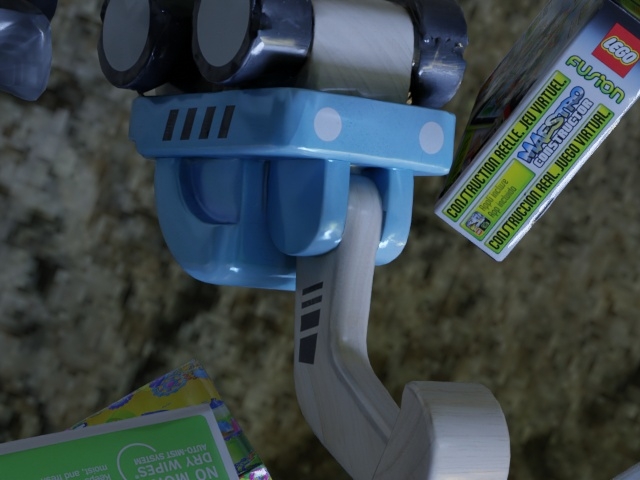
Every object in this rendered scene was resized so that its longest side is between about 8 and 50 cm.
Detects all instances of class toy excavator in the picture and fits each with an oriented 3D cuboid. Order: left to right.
[{"bbox_3d":[0.000,0.000,1.482,0.222,0.445,0.433,4,180,-37],"label":"toy excavator"}]

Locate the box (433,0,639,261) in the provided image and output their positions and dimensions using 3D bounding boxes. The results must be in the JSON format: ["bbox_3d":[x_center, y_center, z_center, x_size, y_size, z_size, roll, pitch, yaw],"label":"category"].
[{"bbox_3d":[0.108,-0.074,0.802,0.036,0.114,0.207,37,-159,-3],"label":"box"}]

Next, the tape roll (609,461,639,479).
[{"bbox_3d":[0.337,0.300,1.758,0.169,0.246,0.246,58,-160,10],"label":"tape roll"}]

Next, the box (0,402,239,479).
[{"bbox_3d":[-0.190,0.202,0.924,0.262,0.231,0.127,-9,-113,-29],"label":"box"}]

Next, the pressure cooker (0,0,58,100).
[{"bbox_3d":[-0.418,-0.178,1.318,0.375,0.420,0.370,-12,124,43],"label":"pressure cooker"}]

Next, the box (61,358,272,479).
[{"bbox_3d":[-0.191,0.312,1.944,0.177,0.290,0.279,65,173,-26],"label":"box"}]
